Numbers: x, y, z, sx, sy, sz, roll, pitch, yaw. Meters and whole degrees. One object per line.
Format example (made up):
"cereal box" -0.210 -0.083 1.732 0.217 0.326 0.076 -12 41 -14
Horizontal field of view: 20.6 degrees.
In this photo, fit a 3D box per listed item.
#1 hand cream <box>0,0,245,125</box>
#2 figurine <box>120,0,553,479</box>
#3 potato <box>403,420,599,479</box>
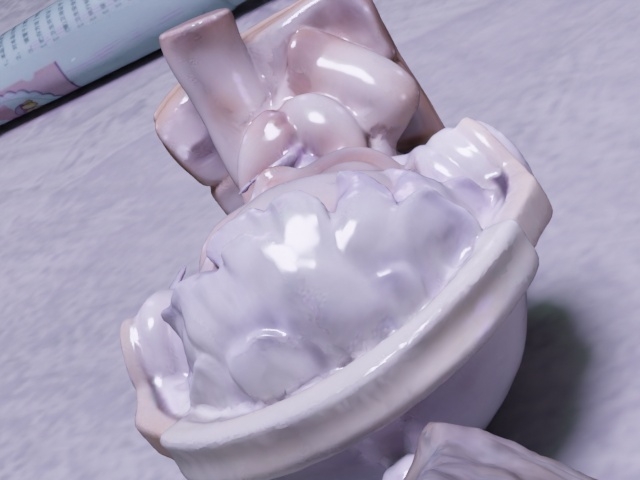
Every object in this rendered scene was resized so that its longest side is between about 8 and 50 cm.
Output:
"hand cream" -0.172 -0.115 1.080 0.331 0.058 0.085 -23 31 15
"figurine" 0.002 0.003 0.630 0.162 0.141 0.237 -29 28 15
"potato" 0.060 0.169 0.366 0.264 0.211 0.189 -9 -60 -82
